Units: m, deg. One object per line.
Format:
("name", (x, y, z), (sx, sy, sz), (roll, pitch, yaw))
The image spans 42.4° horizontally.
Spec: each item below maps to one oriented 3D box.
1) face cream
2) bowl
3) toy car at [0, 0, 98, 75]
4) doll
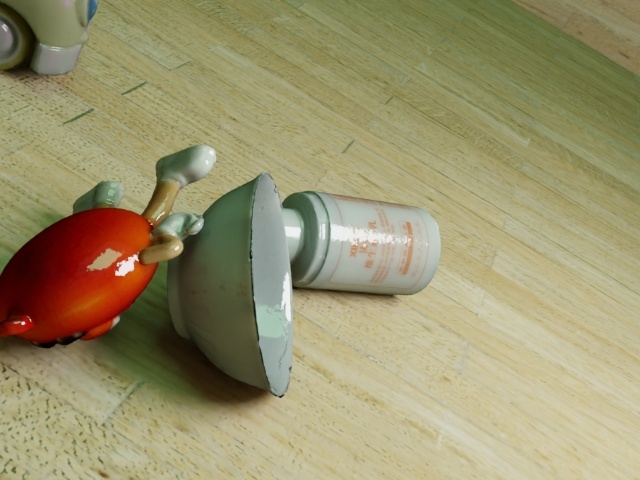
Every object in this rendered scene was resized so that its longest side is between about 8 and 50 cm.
("face cream", (0.000, 0.000, 0.843), (0.251, 0.101, 0.101), (7, 38, -34))
("bowl", (-0.078, 0.040, 0.694), (0.086, 0.189, 0.189), (-5, 32, 7))
("toy car", (-0.399, -0.353, 0.896), (0.336, 0.226, 0.242), (16, 33, -21))
("doll", (-0.173, 0.011, 0.651), (0.085, 0.183, 0.217), (61, 26, -26))
